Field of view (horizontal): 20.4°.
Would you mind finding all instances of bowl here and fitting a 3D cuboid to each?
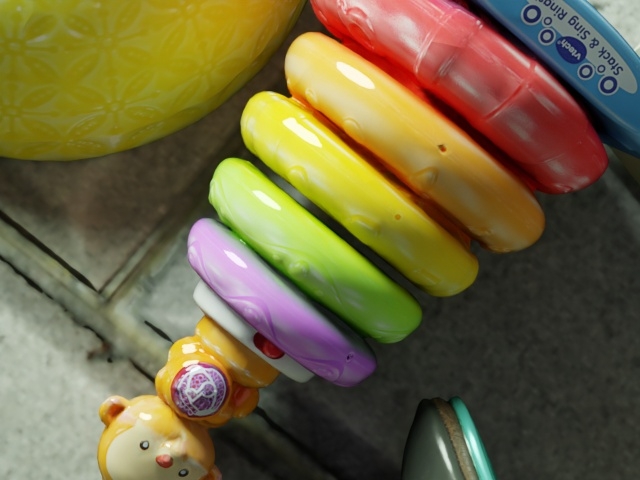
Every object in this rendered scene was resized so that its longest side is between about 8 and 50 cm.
[{"bbox_3d":[-0.126,-0.196,0.821,0.290,0.156,0.289,2,76,-8],"label":"bowl"}]

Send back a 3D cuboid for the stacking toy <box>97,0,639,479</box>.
[{"bbox_3d":[0.000,0.000,0.803,0.175,0.166,0.302,39,91,-21],"label":"stacking toy"}]

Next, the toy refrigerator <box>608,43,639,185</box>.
[{"bbox_3d":[0.255,0.002,0.857,0.102,0.094,0.269,-35,84,-21],"label":"toy refrigerator"}]

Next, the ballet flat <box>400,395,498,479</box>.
[{"bbox_3d":[0.080,0.210,0.783,0.096,0.095,0.280,-26,81,-1],"label":"ballet flat"}]
